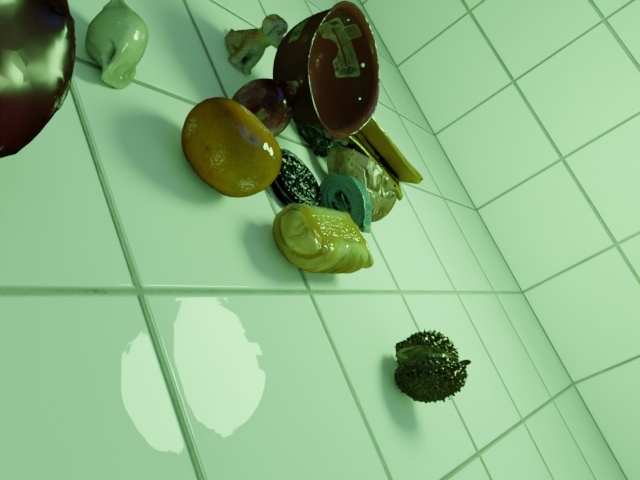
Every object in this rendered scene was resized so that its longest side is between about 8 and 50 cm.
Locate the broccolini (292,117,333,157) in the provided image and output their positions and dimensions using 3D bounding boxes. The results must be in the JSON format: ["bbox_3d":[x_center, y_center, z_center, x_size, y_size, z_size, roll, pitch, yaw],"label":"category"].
[{"bbox_3d":[-0.045,-0.330,1.831,0.203,0.068,0.091,41,13,2],"label":"broccolini"}]

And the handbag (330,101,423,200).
[{"bbox_3d":[0.139,-0.313,1.969,0.401,0.133,0.283,42,6,-35],"label":"handbag"}]

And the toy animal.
[{"bbox_3d":[-0.183,-0.601,1.725,0.104,0.185,0.183,22,42,-48],"label":"toy animal"}]

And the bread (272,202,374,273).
[{"bbox_3d":[0.000,0.000,1.421,0.311,0.121,0.172,8,50,-58],"label":"bread"}]

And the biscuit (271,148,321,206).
[{"bbox_3d":[-0.068,-0.152,1.558,0.194,0.053,0.194,40,30,-29],"label":"biscuit"}]

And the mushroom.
[{"bbox_3d":[0.113,-0.149,1.817,0.286,0.156,0.151,42,57,-27],"label":"mushroom"}]

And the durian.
[{"bbox_3d":[0.276,0.309,1.478,0.166,0.196,0.196,85,-9,-56],"label":"durian"}]

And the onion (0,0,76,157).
[{"bbox_3d":[-0.440,-0.308,0.666,0.399,0.420,0.398,31,35,-25],"label":"onion"}]

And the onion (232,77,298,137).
[{"bbox_3d":[-0.128,-0.340,1.507,0.159,0.195,0.159,47,27,-32],"label":"onion"}]

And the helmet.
[{"bbox_3d":[-0.014,-0.455,1.651,0.384,0.230,0.337,-61,141,-30],"label":"helmet"}]

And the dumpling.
[{"bbox_3d":[-0.400,-0.385,1.203,0.111,0.181,0.155,25,-13,13],"label":"dumpling"}]

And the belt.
[{"bbox_3d":[0.065,-0.099,1.634,0.082,0.148,0.162,6,84,-64],"label":"belt"}]

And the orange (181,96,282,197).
[{"bbox_3d":[-0.190,-0.192,1.259,0.224,0.170,0.224,44,7,-7],"label":"orange"}]
